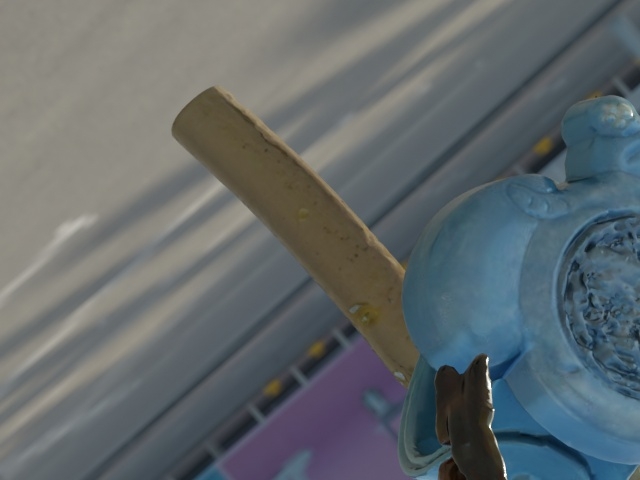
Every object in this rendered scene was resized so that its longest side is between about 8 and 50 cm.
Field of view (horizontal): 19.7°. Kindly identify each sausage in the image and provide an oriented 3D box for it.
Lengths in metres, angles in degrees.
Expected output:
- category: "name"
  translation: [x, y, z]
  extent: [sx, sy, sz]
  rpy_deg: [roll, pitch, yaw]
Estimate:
- category: "sausage"
  translation: [0.001, -0.002, 1.410]
  extent: [0.066, 0.301, 0.066]
  rpy_deg: [-40, 167, -11]

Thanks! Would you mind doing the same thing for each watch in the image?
- category: "watch"
  translation: [0.125, 0.048, 0.927]
  extent: [0.211, 0.211, 0.193]
  rpy_deg: [-39, 179, -25]

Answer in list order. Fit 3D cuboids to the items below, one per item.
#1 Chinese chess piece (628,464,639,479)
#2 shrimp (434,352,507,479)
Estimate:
- category: "Chinese chess piece"
  translation: [0.307, 0.087, 1.252]
  extent: [0.250, 0.250, 0.103]
  rpy_deg: [-40, 136, -16]
- category: "shrimp"
  translation: [0.091, 0.158, 0.571]
  extent: [0.117, 0.262, 0.066]
  rpy_deg: [-1, 149, -7]
